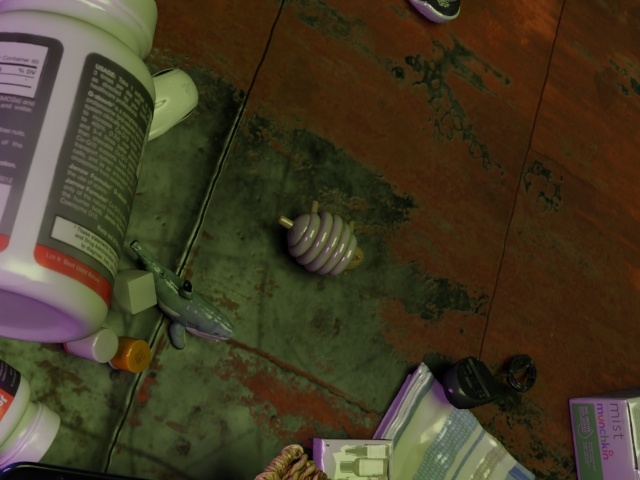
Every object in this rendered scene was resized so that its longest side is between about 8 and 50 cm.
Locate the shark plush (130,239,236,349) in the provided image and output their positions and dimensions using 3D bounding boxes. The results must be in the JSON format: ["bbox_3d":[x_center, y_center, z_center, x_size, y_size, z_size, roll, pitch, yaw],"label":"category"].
[{"bbox_3d":[-0.164,0.057,1.294,0.073,0.067,0.161,-37,105,-33],"label":"shark plush"}]

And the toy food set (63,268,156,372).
[{"bbox_3d":[-0.267,0.042,1.226,0.111,0.105,0.232,-26,117,-48],"label":"toy food set"}]

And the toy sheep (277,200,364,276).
[{"bbox_3d":[0.000,0.000,1.412,0.132,0.091,0.091,25,69,-16],"label":"toy sheep"}]

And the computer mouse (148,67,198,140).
[{"bbox_3d":[-0.218,-0.155,1.301,0.193,0.042,0.106,-39,105,-33],"label":"computer mouse"}]

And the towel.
[{"bbox_3d":[0.180,0.337,1.522,0.285,0.034,0.209,46,61,-22],"label":"towel"}]

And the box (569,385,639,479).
[{"bbox_3d":[0.529,0.367,1.708,0.231,0.127,0.261,-4,86,-35],"label":"box"}]

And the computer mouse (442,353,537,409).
[{"bbox_3d":[0.246,0.203,1.566,0.242,0.041,0.071,-1,60,-51],"label":"computer mouse"}]

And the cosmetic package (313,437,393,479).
[{"bbox_3d":[0.040,0.374,1.380,0.099,0.060,0.238,2,81,-10],"label":"cosmetic package"}]

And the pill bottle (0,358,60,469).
[{"bbox_3d":[-0.369,0.161,1.108,0.193,0.108,0.108,40,63,-24],"label":"pill bottle"}]

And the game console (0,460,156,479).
[{"bbox_3d":[-0.235,0.389,1.123,0.293,0.173,0.250,17,56,-32],"label":"game console"}]

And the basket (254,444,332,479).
[{"bbox_3d":[-0.066,0.414,1.189,0.223,0.213,0.299,42,37,2],"label":"basket"}]

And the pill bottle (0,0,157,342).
[{"bbox_3d":[-0.282,-0.097,1.082,0.210,0.210,0.362,24,64,-31],"label":"pill bottle"}]

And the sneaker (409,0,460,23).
[{"bbox_3d":[0.178,-0.459,1.558,0.101,0.153,0.268,-16,93,-36],"label":"sneaker"}]
